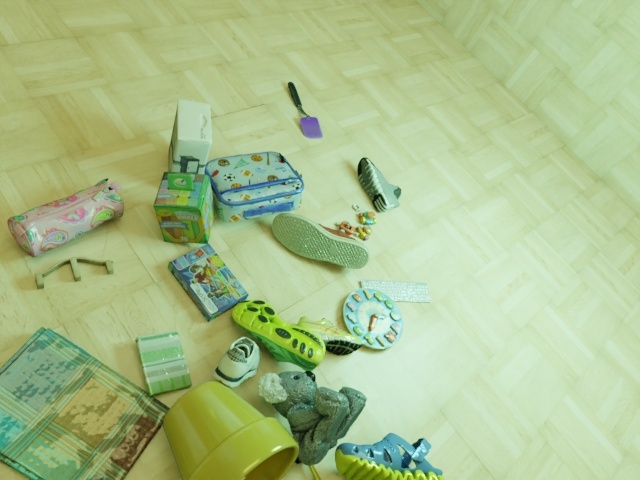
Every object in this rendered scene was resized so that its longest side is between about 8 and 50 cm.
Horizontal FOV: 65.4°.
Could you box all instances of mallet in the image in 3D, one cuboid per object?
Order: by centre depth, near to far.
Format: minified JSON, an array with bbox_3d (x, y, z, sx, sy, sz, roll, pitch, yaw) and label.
[{"bbox_3d":[0.002,0.586,1.229,0.062,0.039,0.189,-26,75,-39],"label":"mallet"}]

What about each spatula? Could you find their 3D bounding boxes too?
[{"bbox_3d":[-0.074,-0.526,1.994,0.084,0.030,0.296,-11,62,-28],"label":"spatula"}]

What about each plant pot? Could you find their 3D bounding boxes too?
[{"bbox_3d":[-0.215,0.451,1.100,0.254,0.254,0.239,-23,53,-36],"label":"plant pot"}]

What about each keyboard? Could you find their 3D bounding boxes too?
[{"bbox_3d":[0.253,0.168,1.658,0.256,0.014,0.072,5,55,-22],"label":"keyboard"}]

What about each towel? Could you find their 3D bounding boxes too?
[{"bbox_3d":[-0.560,0.387,1.103,0.370,0.040,0.271,33,50,0],"label":"towel"},{"bbox_3d":[-0.392,0.305,1.242,0.113,0.023,0.152,-2,59,-39],"label":"towel"}]

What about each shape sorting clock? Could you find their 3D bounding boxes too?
[{"bbox_3d":[0.166,0.238,1.543,0.206,0.040,0.206,13,56,-20],"label":"shape sorting clock"}]

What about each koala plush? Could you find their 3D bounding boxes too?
[{"bbox_3d":[-0.044,0.404,1.219,0.221,0.203,0.196,33,1,28],"label":"koala plush"}]

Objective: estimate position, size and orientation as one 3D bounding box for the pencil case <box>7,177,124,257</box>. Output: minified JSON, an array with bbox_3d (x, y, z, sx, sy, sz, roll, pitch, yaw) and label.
[{"bbox_3d":[-0.665,-0.066,1.328,0.124,0.124,0.284,47,52,11],"label":"pencil case"}]

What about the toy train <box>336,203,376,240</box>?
[{"bbox_3d":[0.136,-0.069,1.753,0.125,0.046,0.166,34,50,0],"label":"toy train"}]

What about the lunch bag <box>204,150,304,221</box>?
[{"bbox_3d":[-0.205,-0.174,1.593,0.303,0.115,0.243,-14,49,-25],"label":"lunch bag"}]

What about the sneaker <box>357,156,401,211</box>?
[{"bbox_3d":[0.233,-0.214,1.889,0.132,0.086,0.228,-11,72,-36],"label":"sneaker"}]

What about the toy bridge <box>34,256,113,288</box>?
[{"bbox_3d":[-0.639,0.075,1.299,0.188,0.026,0.063,-13,62,-32],"label":"toy bridge"}]

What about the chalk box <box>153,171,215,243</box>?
[{"bbox_3d":[-0.383,-0.104,1.408,0.132,0.213,0.132,4,54,0],"label":"chalk box"}]

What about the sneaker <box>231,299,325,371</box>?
[{"bbox_3d":[-0.127,0.265,1.348,0.295,0.123,0.109,29,39,21],"label":"sneaker"}]

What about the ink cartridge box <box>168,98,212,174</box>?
[{"bbox_3d":[-0.405,-0.285,1.529,0.100,0.237,0.172,4,55,-22],"label":"ink cartridge box"}]

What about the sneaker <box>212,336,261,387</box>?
[{"bbox_3d":[-0.189,0.284,1.249,0.090,0.095,0.235,24,6,3],"label":"sneaker"}]

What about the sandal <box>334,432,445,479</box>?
[{"bbox_3d":[0.178,0.561,1.279,0.317,0.126,0.138,22,46,-20],"label":"sandal"}]

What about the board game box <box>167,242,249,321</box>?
[{"bbox_3d":[-0.318,0.115,1.414,0.136,0.035,0.201,-29,72,-38],"label":"board game box"}]

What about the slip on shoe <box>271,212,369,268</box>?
[{"bbox_3d":[0.000,0.000,1.613,0.331,0.123,0.101,20,15,-3],"label":"slip on shoe"}]

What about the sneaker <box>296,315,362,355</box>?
[{"bbox_3d":[0.026,0.266,1.439,0.208,0.081,0.094,17,44,-16],"label":"sneaker"}]
